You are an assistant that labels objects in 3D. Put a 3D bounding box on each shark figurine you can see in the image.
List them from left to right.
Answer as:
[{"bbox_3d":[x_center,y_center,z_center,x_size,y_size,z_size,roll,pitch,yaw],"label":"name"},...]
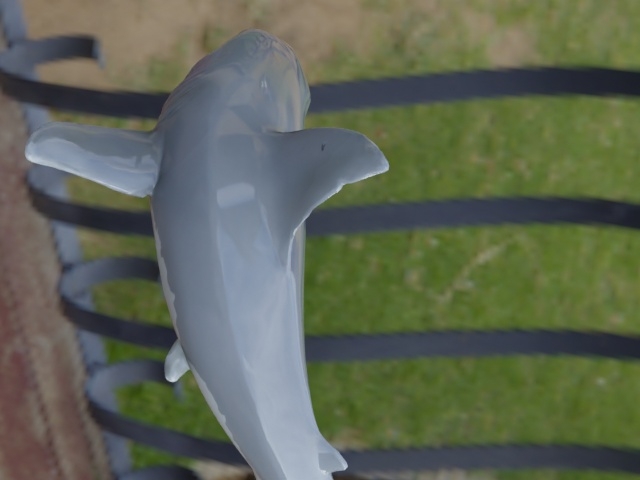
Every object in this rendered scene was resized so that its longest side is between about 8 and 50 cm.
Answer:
[{"bbox_3d":[-0.003,0.020,0.758,0.166,0.116,0.278,9,57,-53],"label":"shark figurine"}]
